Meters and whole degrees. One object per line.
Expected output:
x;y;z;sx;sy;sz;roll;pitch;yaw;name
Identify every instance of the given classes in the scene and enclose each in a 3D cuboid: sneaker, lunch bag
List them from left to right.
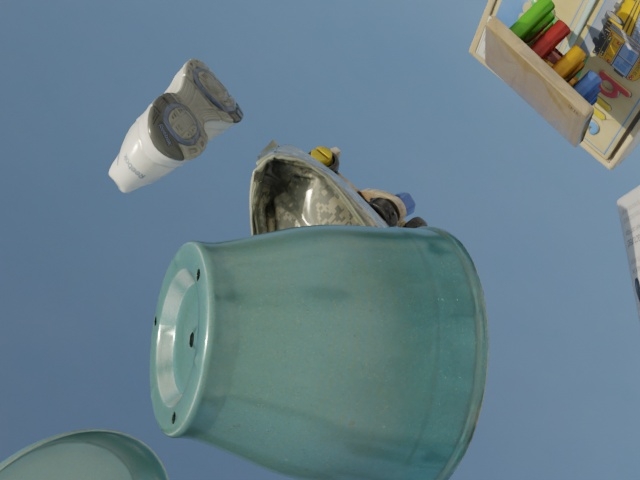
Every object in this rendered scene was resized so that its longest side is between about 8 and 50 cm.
-0.200;-0.156;1.559;0.111;0.129;0.297;52;-154;-7;sneaker
0.000;0.000;1.532;0.287;0.169;0.235;53;-174;-6;lunch bag

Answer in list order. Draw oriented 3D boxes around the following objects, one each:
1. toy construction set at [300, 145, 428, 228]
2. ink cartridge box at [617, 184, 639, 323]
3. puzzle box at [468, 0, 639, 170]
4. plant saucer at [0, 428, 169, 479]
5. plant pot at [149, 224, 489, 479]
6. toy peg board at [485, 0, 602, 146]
-0.005;-0.010;1.917;0.309;0.257;0.237;-43;-113;-10;toy construction set
0.520;0.100;1.436;0.166;0.285;0.394;-7;-100;-5;ink cartridge box
0.346;-0.286;1.450;0.272;0.409;0.052;42;-115;15;puzzle box
-0.301;0.347;1.274;0.044;0.317;0.318;23;-162;41;plant saucer
-0.019;0.103;1.106;0.255;0.271;0.271;9;-127;-23;plant pot
0.283;-0.210;1.397;0.160;0.079;0.161;45;180;11;toy peg board
